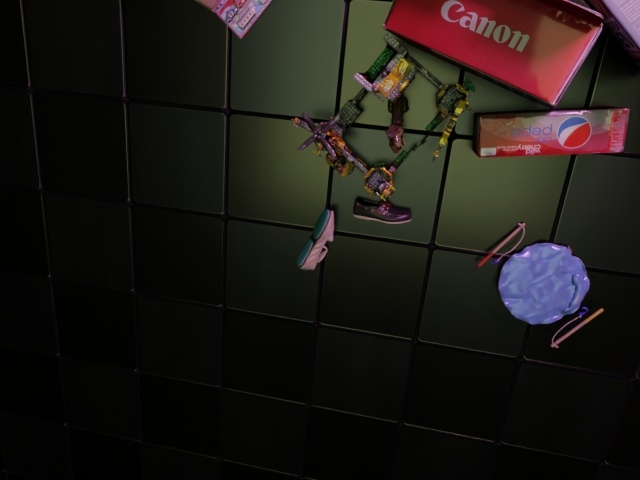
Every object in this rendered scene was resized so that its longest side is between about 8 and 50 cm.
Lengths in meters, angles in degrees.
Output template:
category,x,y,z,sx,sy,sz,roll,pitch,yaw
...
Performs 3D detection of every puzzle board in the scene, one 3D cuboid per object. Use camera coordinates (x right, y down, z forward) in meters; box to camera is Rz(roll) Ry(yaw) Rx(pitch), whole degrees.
category,x,y,z,sx,sy,sz,roll,pitch,yaw
puzzle board,-0.161,-0.506,0.999,0.096,0.011,0.128,45,111,-5

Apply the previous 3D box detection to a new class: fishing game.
category,x,y,z,sx,sy,sz,roll,pitch,yaw
fishing game,0.488,0.093,1.058,0.264,0.041,0.189,44,103,1

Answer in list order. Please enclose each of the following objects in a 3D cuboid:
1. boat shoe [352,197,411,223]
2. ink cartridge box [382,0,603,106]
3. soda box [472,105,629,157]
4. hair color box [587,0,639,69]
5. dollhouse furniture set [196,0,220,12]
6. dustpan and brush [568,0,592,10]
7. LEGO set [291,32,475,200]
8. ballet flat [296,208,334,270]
category,x,y,z,sx,sy,sz,roll,pitch,yaw
boat shoe,0.137,-0.066,1.066,0.132,0.049,0.042,10,118,12
ink cartridge box,0.277,-0.343,0.792,0.309,0.271,0.130,32,114,17
soda box,0.438,-0.212,0.935,0.262,0.092,0.084,0,108,11
hair color box,0.487,-0.440,0.776,0.113,0.185,0.375,-38,92,32
dollhouse furniture set,-0.290,-0.697,0.933,0.355,0.174,0.303,28,114,-23
dustpan and brush,0.411,-0.428,0.886,0.147,0.060,0.211,-28,101,19
LEGO set,0.129,-0.234,0.935,0.331,0.192,0.255,-40,97,20
ballet flat,0.000,0.000,1.122,0.052,0.057,0.168,19,117,-25
